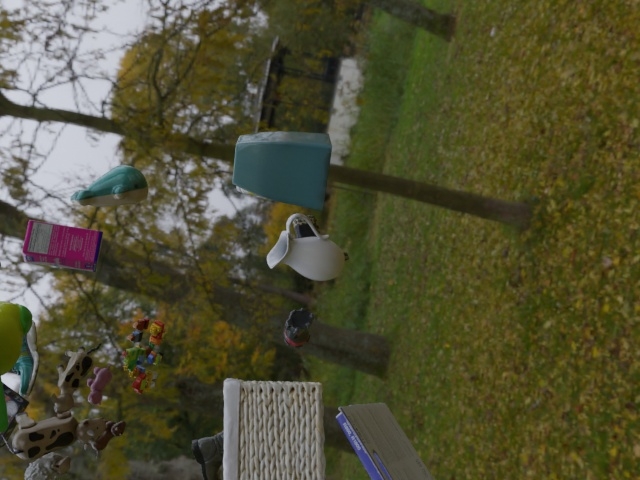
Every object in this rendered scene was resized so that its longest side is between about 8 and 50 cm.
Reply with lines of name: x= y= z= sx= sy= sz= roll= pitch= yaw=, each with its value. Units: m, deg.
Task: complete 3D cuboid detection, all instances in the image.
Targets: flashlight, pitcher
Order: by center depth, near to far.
pitcher: x=-0.027 y=0.022 z=1.784 sx=0.178 sy=0.207 sz=0.125 roll=-65 pitch=28 yaw=17
flashlight: x=-0.074 y=0.310 z=2.196 sx=0.103 sy=0.103 sz=0.304 roll=-64 pitch=-2 yaw=-23

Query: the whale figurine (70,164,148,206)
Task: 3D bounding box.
whale figurine: x=-0.767 y=-0.195 z=2.250 sx=0.216 sy=0.272 sz=0.141 roll=9 pitch=109 yaw=53

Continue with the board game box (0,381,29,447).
board game box: x=-1.021 y=0.491 z=1.869 sx=0.165 sy=0.243 sz=0.042 roll=-59 pitch=-9 yaw=7

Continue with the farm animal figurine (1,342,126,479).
farm animal figurine: x=-0.686 y=0.490 z=1.686 sx=0.172 sy=0.326 sz=0.330 roll=20 pitch=132 yaw=53

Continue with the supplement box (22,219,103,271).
supplement box: x=-0.814 y=0.019 z=1.960 sx=0.111 sy=0.220 sz=0.114 roll=138 pitch=139 yaw=-63

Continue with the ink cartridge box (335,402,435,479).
ink cartridge box: x=0.166 y=0.542 z=1.466 sx=0.071 sy=0.324 sz=0.330 roll=-40 pitch=-25 yaw=13

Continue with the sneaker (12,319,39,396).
sneaker: x=-0.994 y=0.387 z=2.037 sx=0.107 sy=0.110 sz=0.275 roll=-50 pitch=51 yaw=39

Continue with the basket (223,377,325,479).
basket: x=-0.138 y=0.541 z=1.695 sx=0.328 sy=0.266 sz=0.332 roll=123 pitch=145 yaw=-75

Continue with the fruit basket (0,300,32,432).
fruit basket: x=-0.839 y=0.302 z=1.453 sx=0.392 sy=0.391 sz=0.283 roll=-164 pitch=64 yaw=-89

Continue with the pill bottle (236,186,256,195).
pill bottle: x=-0.271 y=-0.209 z=2.419 sx=0.065 sy=0.116 sz=0.065 roll=-14 pitch=-73 yaw=-53

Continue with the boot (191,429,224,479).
boot: x=-0.370 y=0.823 z=2.319 sx=0.083 sy=0.161 sz=0.247 roll=-108 pitch=1 yaw=-65

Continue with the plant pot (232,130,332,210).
plant pot: x=-0.101 y=-0.191 z=1.578 sx=0.166 sy=0.234 sz=0.166 roll=-99 pitch=16 yaw=-69

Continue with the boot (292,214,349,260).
boot: x=0.000 y=0.000 z=2.248 sx=0.085 sy=0.236 sz=0.179 roll=-24 pitch=71 yaw=47

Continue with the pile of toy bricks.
pile of toy bricks: x=-0.530 y=0.330 z=1.790 sx=0.105 sy=0.118 sz=0.212 roll=-4 pitch=-69 yaw=-61
